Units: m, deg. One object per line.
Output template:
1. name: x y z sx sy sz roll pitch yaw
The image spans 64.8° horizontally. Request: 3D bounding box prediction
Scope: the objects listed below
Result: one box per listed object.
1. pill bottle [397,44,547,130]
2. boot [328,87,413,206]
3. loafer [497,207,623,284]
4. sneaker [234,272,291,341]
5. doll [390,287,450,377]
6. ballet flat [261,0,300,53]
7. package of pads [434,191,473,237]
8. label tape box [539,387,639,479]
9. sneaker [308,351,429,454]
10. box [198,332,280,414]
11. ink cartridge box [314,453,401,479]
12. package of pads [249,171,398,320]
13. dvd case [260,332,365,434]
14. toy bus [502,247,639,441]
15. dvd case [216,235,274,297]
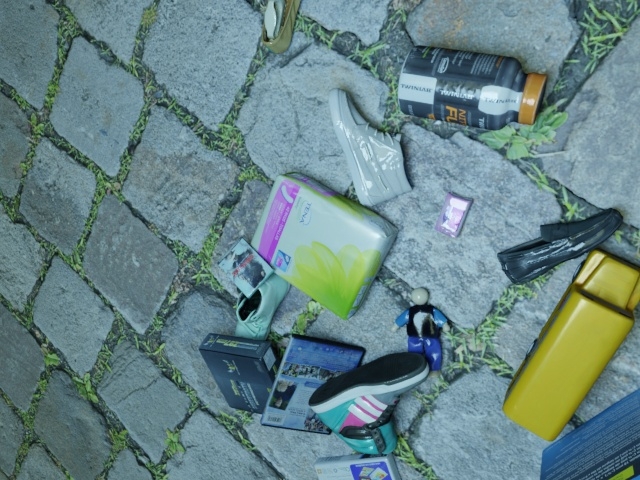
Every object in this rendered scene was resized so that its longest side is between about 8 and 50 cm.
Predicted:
1. pill bottle: 0.277 -0.276 0.922 0.245 0.130 0.131 17 106 24
2. boot: 0.111 -0.207 1.050 0.123 0.095 0.258 -17 99 22
3. loafer: 0.430 0.001 0.920 0.223 0.076 0.078 -36 90 31
4. sneaker: -0.177 0.188 1.218 0.094 0.151 0.256 35 112 18
5. doll: 0.214 0.194 1.080 0.129 0.046 0.189 0 99 26
6. ballet flat: -0.081 -0.529 1.094 0.080 0.073 0.232 16 105 23
7. package of pads: 0.269 -0.052 1.019 0.050 0.032 0.083 24 109 23
8. label tape box: 0.478 0.404 0.817 0.106 0.333 0.241 47 116 13
9. sneaker: 0.135 0.366 1.091 0.295 0.124 0.178 -29 102 29
10. box: -0.176 0.336 1.242 0.183 0.059 0.233 3 127 27
11. ink cartridge box: 0.107 0.617 1.205 0.206 0.045 0.208 -19 89 28
12. package of pads: 0.000 0.000 1.126 0.296 0.101 0.229 32 112 19
13. dvd case: -0.020 0.342 1.179 0.180 0.022 0.253 14 109 -16
14. toy bus: 0.455 0.185 0.908 0.108 0.130 0.333 29 110 20
15. dvd case: -0.171 0.060 1.144 0.087 0.013 0.119 -47 65 3
